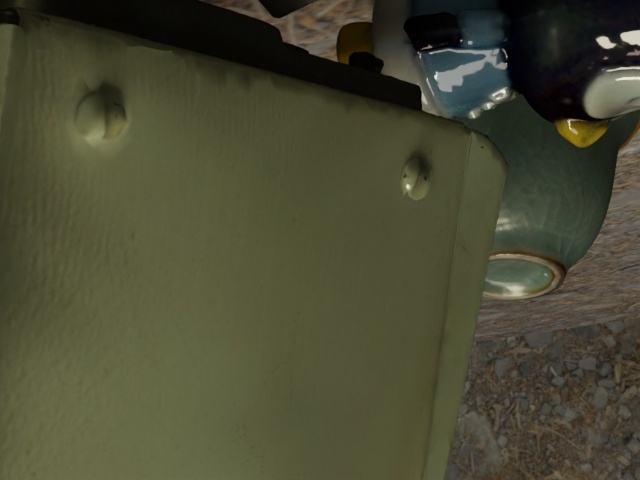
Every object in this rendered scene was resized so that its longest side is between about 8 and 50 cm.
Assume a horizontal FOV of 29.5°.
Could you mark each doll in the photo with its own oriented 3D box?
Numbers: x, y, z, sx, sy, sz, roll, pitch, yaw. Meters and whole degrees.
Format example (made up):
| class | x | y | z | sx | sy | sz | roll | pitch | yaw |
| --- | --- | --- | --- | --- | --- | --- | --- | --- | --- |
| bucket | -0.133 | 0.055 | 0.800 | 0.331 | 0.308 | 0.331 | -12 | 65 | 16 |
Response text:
| class | x | y | z | sx | sy | sz | roll | pitch | yaw |
| --- | --- | --- | --- | --- | --- | --- | --- | --- | --- |
| doll | 0.169 | -0.126 | 0.701 | 0.314 | 0.141 | 0.177 | -9 | -179 | 23 |

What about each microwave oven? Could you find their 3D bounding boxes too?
| class | x | y | z | sx | sy | sz | roll | pitch | yaw |
| --- | --- | --- | --- | --- | --- | --- | --- | --- | --- |
| microwave oven | -0.158 | 0.007 | 0.607 | 0.394 | 0.247 | 0.333 | 9 | 180 | 39 |

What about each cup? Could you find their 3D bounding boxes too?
| class | x | y | z | sx | sy | sz | roll | pitch | yaw |
| --- | --- | --- | --- | --- | --- | --- | --- | --- | --- |
| cup | 0.145 | -0.037 | 0.924 | 0.199 | 0.150 | 0.199 | 4 | 154 | 2 |

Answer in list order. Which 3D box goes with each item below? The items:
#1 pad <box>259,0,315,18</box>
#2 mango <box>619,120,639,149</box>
| class | x | y | z | sx | sy | sz | roll | pitch | yaw |
| --- | --- | --- | --- | --- | --- | --- | --- | --- | --- |
| pad | 0.055 | -0.201 | 0.325 | 0.367 | 0.007 | 0.247 | -17 | 138 | 34 |
| mango | 0.224 | -0.102 | 1.028 | 0.114 | 0.060 | 0.080 | -3 | 150 | -14 |
